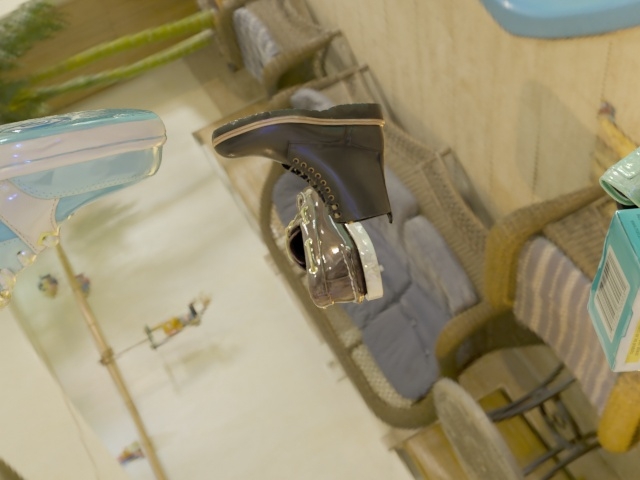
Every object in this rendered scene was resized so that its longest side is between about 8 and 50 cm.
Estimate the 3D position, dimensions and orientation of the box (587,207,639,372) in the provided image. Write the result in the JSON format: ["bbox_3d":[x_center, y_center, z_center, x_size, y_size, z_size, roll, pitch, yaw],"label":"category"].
[{"bbox_3d":[0.309,0.023,0.565,0.101,0.244,0.060,87,177,-46],"label":"box"}]

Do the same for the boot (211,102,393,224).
[{"bbox_3d":[-0.015,-0.074,0.965,0.077,0.197,0.137,145,116,-81],"label":"boot"}]

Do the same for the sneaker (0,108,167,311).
[{"bbox_3d":[-0.248,0.028,0.645,0.127,0.318,0.208,-140,33,-71],"label":"sneaker"}]

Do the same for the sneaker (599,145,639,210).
[{"bbox_3d":[0.293,-0.102,0.689,0.094,0.151,0.256,-161,56,-77],"label":"sneaker"}]

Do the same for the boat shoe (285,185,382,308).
[{"bbox_3d":[0.000,0.000,1.239,0.324,0.096,0.117,-119,15,-63],"label":"boat shoe"}]
